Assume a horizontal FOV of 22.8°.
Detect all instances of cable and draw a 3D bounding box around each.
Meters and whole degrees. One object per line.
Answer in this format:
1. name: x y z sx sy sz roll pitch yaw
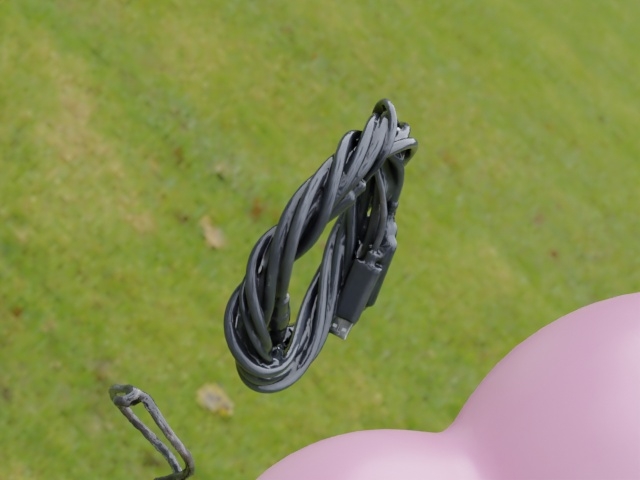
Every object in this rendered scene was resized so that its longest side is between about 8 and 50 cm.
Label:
1. cable: 0.000 0.000 0.927 0.047 0.184 0.150 32 27 22

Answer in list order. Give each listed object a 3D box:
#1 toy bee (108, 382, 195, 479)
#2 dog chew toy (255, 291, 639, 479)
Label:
1. toy bee: -0.037 0.196 0.663 0.195 0.162 0.298 54 -21 -22
2. dog chew toy: 0.120 0.099 0.425 0.206 0.332 0.206 170 -90 -84
